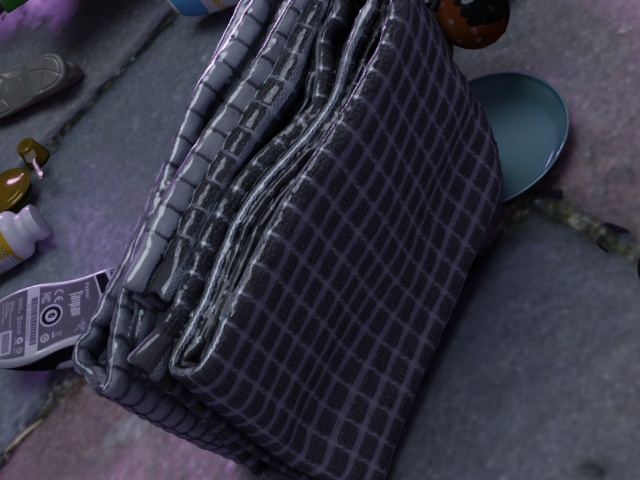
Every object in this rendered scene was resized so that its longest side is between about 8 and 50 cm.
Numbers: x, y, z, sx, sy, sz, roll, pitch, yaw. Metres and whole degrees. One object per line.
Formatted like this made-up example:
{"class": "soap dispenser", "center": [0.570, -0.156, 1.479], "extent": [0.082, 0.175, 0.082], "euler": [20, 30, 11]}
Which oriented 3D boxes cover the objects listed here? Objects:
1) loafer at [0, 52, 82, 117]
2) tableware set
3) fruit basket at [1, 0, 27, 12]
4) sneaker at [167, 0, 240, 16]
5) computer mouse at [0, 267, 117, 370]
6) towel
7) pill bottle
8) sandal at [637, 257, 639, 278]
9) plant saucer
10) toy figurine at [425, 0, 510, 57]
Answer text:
{"class": "loafer", "center": [-0.273, -0.136, 1.220], "extent": [0.125, 0.039, 0.045], "euler": [-15, 83, 24]}
{"class": "tableware set", "center": [-0.301, -0.033, 1.164], "extent": [0.154, 0.024, 0.104], "euler": [-36, 42, 3]}
{"class": "fruit basket", "center": [-0.342, -0.360, 1.259], "extent": [0.392, 0.283, 0.392], "euler": [-11, 33, 7]}
{"class": "sneaker", "center": [-0.097, -0.295, 1.199], "extent": [0.092, 0.087, 0.228], "euler": [-20, 46, 21]}
{"class": "computer mouse", "center": [-0.162, 0.055, 0.999], "extent": [0.193, 0.042, 0.106], "euler": [-14, 55, 14]}
{"class": "towel", "center": [0.000, 0.000, 0.797], "extent": [0.121, 0.235, 0.283], "euler": [17, 74, 28]}
{"class": "pill bottle", "center": [-0.263, 0.004, 1.095], "extent": [0.083, 0.043, 0.043], "euler": [-31, 46, 6]}
{"class": "sandal", "center": [0.261, 0.033, 0.770], "extent": [0.067, 0.040, 0.179], "euler": [-45, 31, -15]}
{"class": "plant saucer", "center": [0.118, -0.065, 0.936], "extent": [0.119, 0.021, 0.119], "euler": [-16, 50, 20]}
{"class": "toy figurine", "center": [0.044, -0.215, 0.950], "extent": [0.148, 0.213, 0.209], "euler": [-26, 20, 15]}
